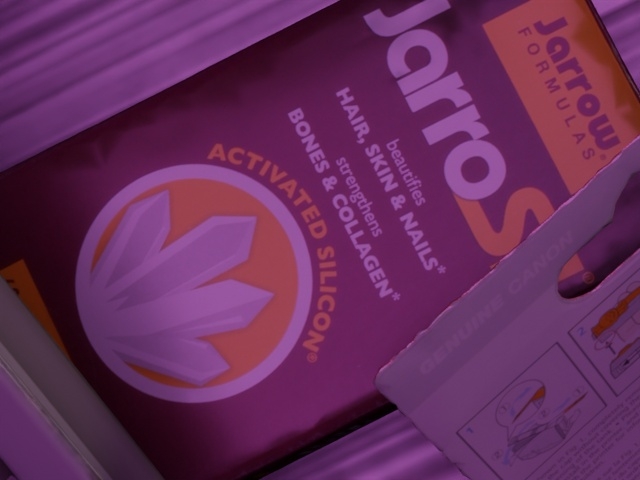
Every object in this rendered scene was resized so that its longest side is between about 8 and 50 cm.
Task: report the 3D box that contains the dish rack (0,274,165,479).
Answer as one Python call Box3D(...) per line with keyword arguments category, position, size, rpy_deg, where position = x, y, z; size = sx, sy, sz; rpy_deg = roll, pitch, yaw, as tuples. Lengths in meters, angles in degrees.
Box3D(category="dish rack", position=(-0.169, 0.067, 0.418), size=(0.285, 0.072, 0.333), rpy_deg=(-26, 112, 26))

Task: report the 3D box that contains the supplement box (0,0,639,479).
Box3D(category="supplement box", position=(0.000, 0.000, 0.487), size=(0.188, 0.081, 0.104), rpy_deg=(-27, 82, 2))

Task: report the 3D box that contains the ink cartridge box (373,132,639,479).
Box3D(category="ink cartridge box", position=(0.093, 0.018, 0.435), size=(0.145, 0.179, 0.045), rpy_deg=(-42, 46, 0))
